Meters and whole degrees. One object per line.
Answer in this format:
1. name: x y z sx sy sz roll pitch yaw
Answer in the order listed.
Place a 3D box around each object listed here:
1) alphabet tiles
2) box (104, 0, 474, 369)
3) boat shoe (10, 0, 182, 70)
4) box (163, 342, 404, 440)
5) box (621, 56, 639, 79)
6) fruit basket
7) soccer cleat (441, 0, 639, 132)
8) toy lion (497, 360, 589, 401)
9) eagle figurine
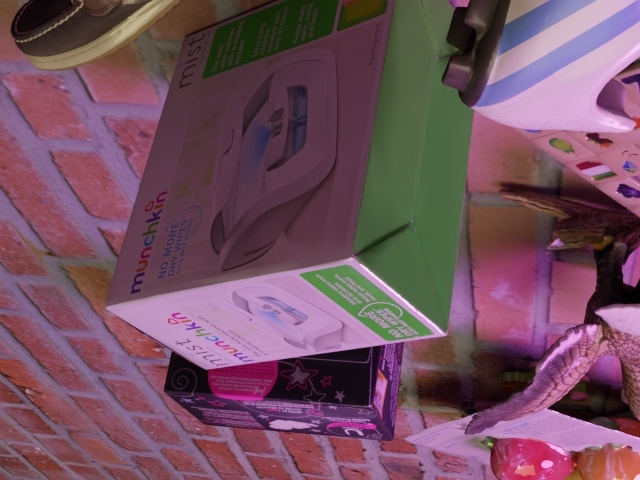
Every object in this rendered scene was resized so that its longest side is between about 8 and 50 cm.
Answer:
1. alphabet tiles: 0.282 -0.073 0.814 0.198 0.009 0.237 30 158 -25
2. box: -0.014 -0.052 0.815 0.231 0.262 0.127 -11 145 36
3. boat shoe: -0.126 -0.208 0.742 0.285 0.103 0.092 -18 136 35
4. box: -0.035 0.134 1.269 0.247 0.163 0.142 2 154 15
5. box: 0.329 -0.139 0.698 0.270 0.060 0.216 2 154 40
6. fruit basket: 0.334 0.276 1.425 0.353 0.165 0.327 24 155 -11
7. soccer cleat: 0.175 -0.198 0.594 0.143 0.116 0.331 14 135 -3
8. toy lion: 0.288 0.190 1.411 0.100 0.034 0.096 17 158 -13
9. eagle figurine: 0.285 0.106 1.057 0.225 0.298 0.226 -16 -149 -39
